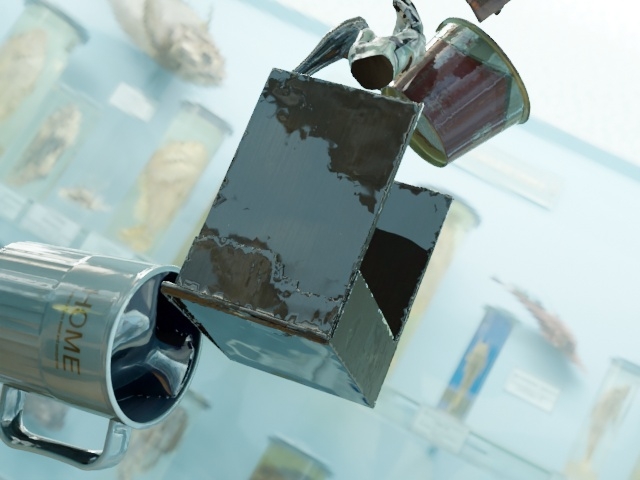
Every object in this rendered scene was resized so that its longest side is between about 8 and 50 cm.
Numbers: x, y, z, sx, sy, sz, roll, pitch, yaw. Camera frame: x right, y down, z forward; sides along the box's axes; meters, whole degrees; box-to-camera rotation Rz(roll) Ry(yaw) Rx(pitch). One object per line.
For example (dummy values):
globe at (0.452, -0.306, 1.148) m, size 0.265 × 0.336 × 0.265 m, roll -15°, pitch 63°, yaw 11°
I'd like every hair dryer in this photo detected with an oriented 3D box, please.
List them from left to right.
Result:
hair dryer at (0.072, -0.357, 2.603) m, size 0.219 × 0.195 × 0.075 m, roll 48°, pitch -7°, yaw 8°

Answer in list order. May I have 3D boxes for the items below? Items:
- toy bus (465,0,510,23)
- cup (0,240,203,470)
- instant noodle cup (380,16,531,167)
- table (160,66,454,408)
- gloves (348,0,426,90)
toy bus at (0.299, -0.468, 1.981) m, size 0.112 × 0.317 × 0.138 m, roll -35°, pitch -78°, yaw 30°
cup at (-0.384, 0.172, 1.966) m, size 0.311 × 0.257 × 0.331 m, roll 11°, pitch -60°, yaw 27°
instant noodle cup at (0.229, -0.250, 2.131) m, size 0.235 × 0.178 × 0.235 m, roll 49°, pitch -11°, yaw 13°
table at (0.000, 0.000, 1.351) m, size 0.196 × 0.282 × 0.250 m, roll 16°, pitch -18°, yaw 21°
gloves at (0.119, -0.326, 1.990) m, size 0.111 × 0.212 × 0.127 m, roll 42°, pitch -48°, yaw -2°
